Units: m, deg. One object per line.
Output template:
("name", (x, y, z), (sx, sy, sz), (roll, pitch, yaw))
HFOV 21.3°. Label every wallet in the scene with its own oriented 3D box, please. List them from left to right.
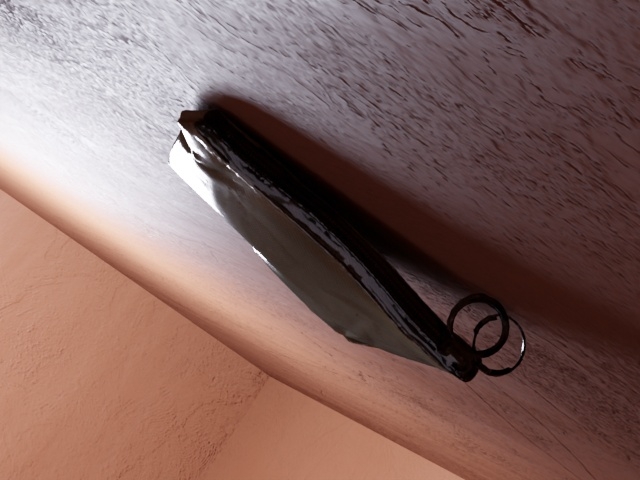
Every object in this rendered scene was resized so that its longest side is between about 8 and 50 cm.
("wallet", (-0.002, 0.002, 1.451), (0.335, 0.068, 0.275), (42, 167, -12))
